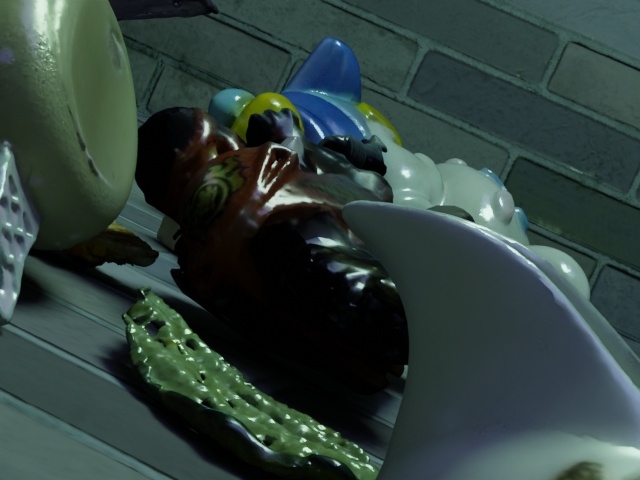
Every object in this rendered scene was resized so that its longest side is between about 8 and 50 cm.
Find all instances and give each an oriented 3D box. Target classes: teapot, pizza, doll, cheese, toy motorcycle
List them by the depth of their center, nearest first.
[{"bbox_3d":[0.118,0.099,0.355,0.298,0.139,0.204,24,2,8],"label":"teapot"},{"bbox_3d":[-0.133,-0.043,0.710,0.064,0.137,0.227,-12,34,11],"label":"cheese"},{"bbox_3d":[-0.126,0.005,0.864,0.078,0.025,0.083,21,10,26],"label":"pizza"},{"bbox_3d":[0.000,0.000,0.940,0.207,0.134,0.401,31,7,9],"label":"toy motorcycle"},{"bbox_3d":[0.058,-0.048,1.413,0.366,0.187,0.376,31,-15,-10],"label":"doll"}]

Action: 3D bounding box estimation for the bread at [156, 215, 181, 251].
[{"bbox_3d":[-0.030,-0.004,1.119,0.152,0.077,0.105,18,4,-34],"label":"bread"}]

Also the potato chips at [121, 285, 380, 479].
[{"bbox_3d":[-0.038,0.061,0.655,0.092,0.028,0.207,22,6,-42],"label":"potato chips"}]

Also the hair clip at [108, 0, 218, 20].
[{"bbox_3d":[-0.186,-0.134,0.892,0.278,0.090,0.137,-12,-15,20],"label":"hair clip"}]
